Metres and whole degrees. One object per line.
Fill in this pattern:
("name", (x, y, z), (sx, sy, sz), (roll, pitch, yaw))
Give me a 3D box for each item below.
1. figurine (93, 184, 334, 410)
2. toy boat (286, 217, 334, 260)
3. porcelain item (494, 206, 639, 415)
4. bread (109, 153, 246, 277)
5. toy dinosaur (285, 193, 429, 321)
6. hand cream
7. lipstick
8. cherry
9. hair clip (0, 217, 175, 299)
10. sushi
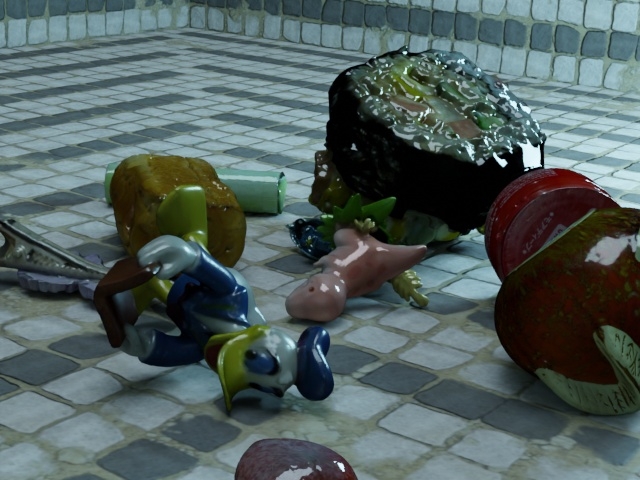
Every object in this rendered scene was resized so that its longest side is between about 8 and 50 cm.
("figurine", (-0.118, 0.071, 1.308), (0.338, 0.204, 0.283), (28, 3, 30))
("toy boat", (0.000, 0.000, 1.743), (0.061, 0.060, 0.137), (16, 9, -42))
("porcelain item", (0.334, 0.089, 1.338), (0.253, 0.253, 0.253), (3, 17, -1))
("bread", (-0.220, -0.041, 1.725), (0.167, 0.132, 0.294), (-2, 17, -18))
("toy dinosaur", (0.046, 0.027, 1.548), (0.194, 0.152, 0.177), (-5, 26, -1))
("hand cream", (0.320, 0.003, 1.574), (0.193, 0.193, 0.125), (2, 19, -3))
("lipstick", (-0.210, -0.088, 1.974), (0.304, 0.076, 0.076), (4, 17, 2))
("cherry", (0.003, 0.236, 0.966), (0.107, 0.090, 0.225), (4, 22, -39))
("hair clip", (-0.317, 0.039, 1.558), (0.292, 0.084, 0.106), (15, 15, 19))
("sushi", (0.157, -0.109, 1.810), (0.328, 0.285, 0.328), (38, 38, 26))
